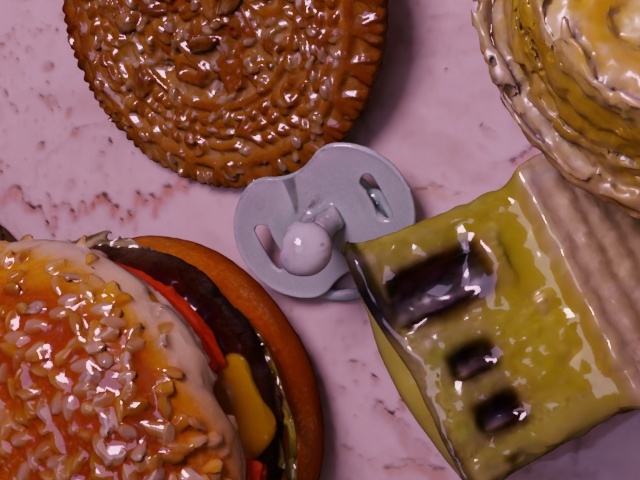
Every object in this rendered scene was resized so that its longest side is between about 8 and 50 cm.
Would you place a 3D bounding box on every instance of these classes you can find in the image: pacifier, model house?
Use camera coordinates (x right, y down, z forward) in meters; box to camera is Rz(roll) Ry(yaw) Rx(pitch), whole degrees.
[{"bbox_3d":[0.000,0.000,1.043,0.150,0.116,0.126,-18,107,19],"label":"pacifier"},{"bbox_3d":[0.158,0.047,0.952,0.234,0.175,0.193,-26,79,-3],"label":"model house"}]

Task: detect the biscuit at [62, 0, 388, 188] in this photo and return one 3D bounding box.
[{"bbox_3d":[-0.086,-0.183,1.073,0.305,0.038,0.305,11,113,27],"label":"biscuit"}]

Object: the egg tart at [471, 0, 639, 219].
[{"bbox_3d":[0.221,-0.149,0.763,0.315,0.120,0.315,3,97,26],"label":"egg tart"}]

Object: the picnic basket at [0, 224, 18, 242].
[{"bbox_3d":[-0.348,0.017,1.161,0.138,0.178,0.128,43,103,20],"label":"picnic basket"}]

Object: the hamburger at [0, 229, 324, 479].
[{"bbox_3d":[-0.172,0.156,1.039,0.330,0.250,0.330,-1,88,25],"label":"hamburger"}]
